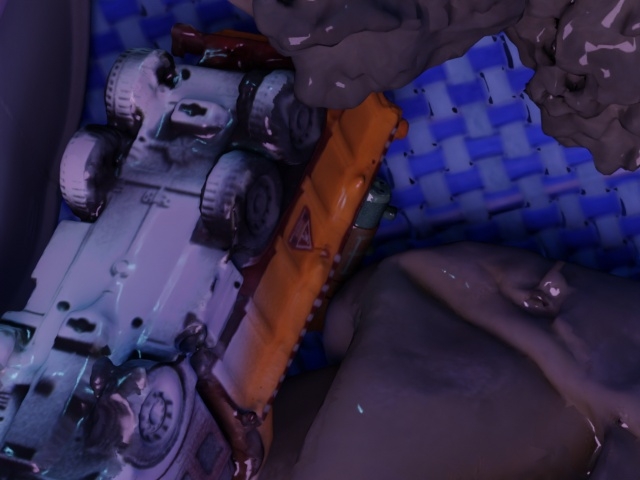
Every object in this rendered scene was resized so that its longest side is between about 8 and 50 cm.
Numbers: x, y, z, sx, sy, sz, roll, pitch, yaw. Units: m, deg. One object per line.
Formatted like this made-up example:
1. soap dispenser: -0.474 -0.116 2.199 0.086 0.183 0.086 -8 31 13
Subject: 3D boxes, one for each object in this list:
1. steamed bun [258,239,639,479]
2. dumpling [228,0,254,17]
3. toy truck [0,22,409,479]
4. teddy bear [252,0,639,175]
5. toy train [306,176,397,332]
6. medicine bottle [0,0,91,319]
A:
1. steamed bun: 0.102 0.187 0.968 0.367 0.255 0.342 10 121 1
2. dumpling: -0.023 -0.166 0.903 0.155 0.111 0.181 -22 93 31
3. toy truck: -0.064 0.018 0.895 0.114 0.270 0.135 11 151 28
4. teddy bear: 0.082 -0.176 0.785 0.224 0.357 0.367 20 148 33
5. toy train: 0.000 0.000 1.016 0.064 0.044 0.103 21 120 -5
6. medicine bottle: -0.248 -0.068 0.904 0.241 0.252 0.252 9 117 5
